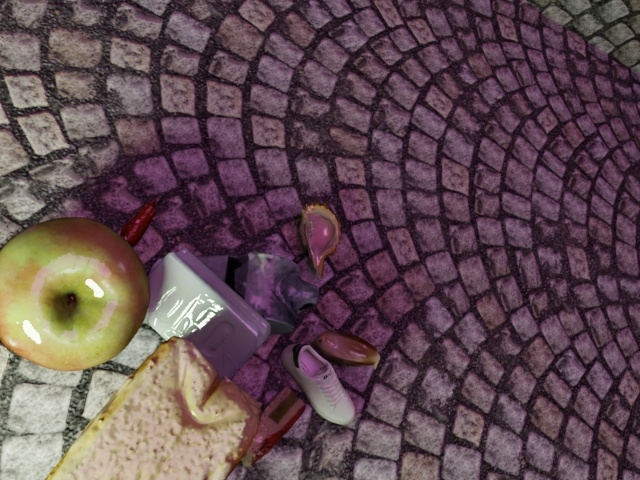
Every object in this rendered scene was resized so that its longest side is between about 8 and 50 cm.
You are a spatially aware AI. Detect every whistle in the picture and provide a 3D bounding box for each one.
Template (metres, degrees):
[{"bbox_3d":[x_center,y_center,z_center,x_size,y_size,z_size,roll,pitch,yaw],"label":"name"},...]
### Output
[{"bbox_3d":[-0.216,0.125,1.402,0.405,0.188,0.168,12,67,-22],"label":"whistle"}]

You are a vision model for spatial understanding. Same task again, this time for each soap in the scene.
[{"bbox_3d":[-0.269,0.174,1.279,0.289,0.095,0.173,42,102,5],"label":"soap"}]

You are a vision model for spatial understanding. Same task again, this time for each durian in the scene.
[{"bbox_3d":[-0.012,0.001,1.622,0.140,0.078,0.224,9,78,-37],"label":"durian"}]

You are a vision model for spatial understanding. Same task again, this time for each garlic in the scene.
[{"bbox_3d":[0.055,0.285,1.515,0.198,0.128,0.090,26,78,-19],"label":"garlic"}]

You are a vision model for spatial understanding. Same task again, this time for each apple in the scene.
[{"bbox_3d":[-0.530,0.110,1.194,0.319,0.277,0.319,2,87,-27],"label":"apple"}]

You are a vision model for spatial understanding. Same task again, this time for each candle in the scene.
[{"bbox_3d":[-0.454,-0.056,1.430,0.053,0.048,0.162,26,61,3],"label":"candle"}]

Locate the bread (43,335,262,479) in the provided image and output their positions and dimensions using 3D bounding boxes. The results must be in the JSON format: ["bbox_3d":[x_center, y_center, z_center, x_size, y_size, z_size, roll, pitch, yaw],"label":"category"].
[{"bbox_3d":[-0.340,0.426,1.126,0.279,0.371,0.390,41,55,-3],"label":"bread"}]

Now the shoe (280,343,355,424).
[{"bbox_3d":[0.006,0.375,1.471,0.265,0.110,0.095,46,57,-2],"label":"shoe"}]

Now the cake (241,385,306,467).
[{"bbox_3d":[-0.116,0.445,1.378,0.220,0.117,0.086,-38,85,-31],"label":"cake"}]
